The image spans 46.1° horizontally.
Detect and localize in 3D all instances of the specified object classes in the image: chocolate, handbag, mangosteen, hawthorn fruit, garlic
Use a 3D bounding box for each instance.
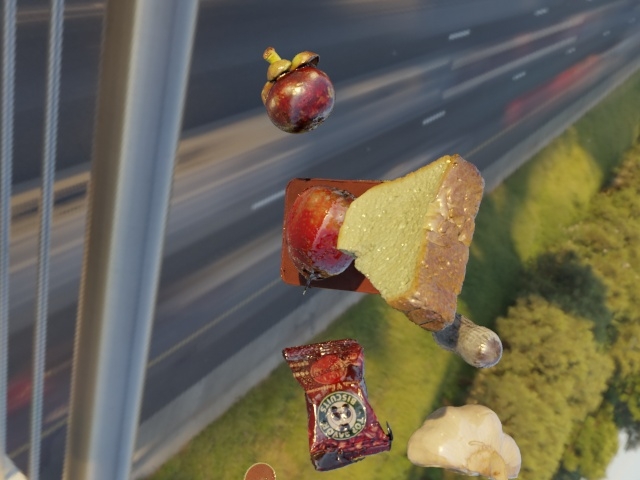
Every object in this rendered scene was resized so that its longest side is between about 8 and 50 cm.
[{"bbox_3d":[0.252,0.172,1.316,0.072,0.167,0.072,-8,108,-25],"label":"chocolate"},{"bbox_3d":[0.046,-0.016,1.709,0.084,0.276,0.259,1,94,-64],"label":"handbag"},{"bbox_3d":[-0.052,-0.311,1.569,0.156,0.181,0.145,-34,156,-5],"label":"mangosteen"},{"bbox_3d":[0.000,0.000,1.556,0.235,0.181,0.181,-63,158,5],"label":"hawthorn fruit"},{"bbox_3d":[0.278,0.390,1.473,0.230,0.178,0.142,9,81,-25],"label":"garlic"}]

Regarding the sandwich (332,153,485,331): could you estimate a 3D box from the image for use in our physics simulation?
[{"bbox_3d":[0.120,0.023,1.146,0.100,0.254,0.288,39,50,-26],"label":"sandwich"}]

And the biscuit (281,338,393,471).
[{"bbox_3d":[0.031,0.280,1.328,0.152,0.235,0.063,-10,152,-13],"label":"biscuit"}]

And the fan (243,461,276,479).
[{"bbox_3d":[-0.131,0.581,1.763,0.085,0.133,0.005,-39,147,-3],"label":"fan"}]
